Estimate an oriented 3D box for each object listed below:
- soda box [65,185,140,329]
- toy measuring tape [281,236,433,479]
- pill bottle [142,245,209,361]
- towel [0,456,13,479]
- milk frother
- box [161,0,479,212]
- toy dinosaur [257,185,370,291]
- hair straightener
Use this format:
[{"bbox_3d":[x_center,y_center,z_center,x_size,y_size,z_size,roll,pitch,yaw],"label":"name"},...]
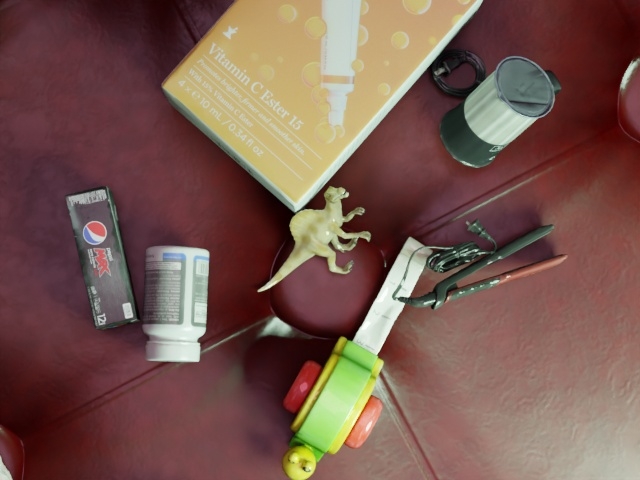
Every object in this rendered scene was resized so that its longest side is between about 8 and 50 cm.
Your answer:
[{"bbox_3d":[-0.264,0.022,1.804,0.053,0.060,0.168,-12,86,-3],"label":"soda box"},{"bbox_3d":[0.046,0.142,1.782,0.121,0.121,0.330,30,84,0],"label":"toy measuring tape"},{"bbox_3d":[-0.176,0.078,1.794,0.078,0.078,0.137,3,84,-2],"label":"pill bottle"},{"bbox_3d":[-0.462,0.445,1.758,0.332,0.053,0.317,-32,88,-5],"label":"towel"},{"bbox_3d":[0.204,-0.188,1.809,0.143,0.135,0.129,46,53,-1],"label":"milk frother"},{"bbox_3d":[0.006,-0.232,1.778,0.215,0.168,0.345,41,87,1],"label":"box"},{"bbox_3d":[0.000,0.000,1.818,0.093,0.053,0.183,25,122,-17],"label":"toy dinosaur"},{"bbox_3d":[0.187,0.021,1.813,0.230,0.047,0.089,-19,85,-16],"label":"hair straightener"}]
